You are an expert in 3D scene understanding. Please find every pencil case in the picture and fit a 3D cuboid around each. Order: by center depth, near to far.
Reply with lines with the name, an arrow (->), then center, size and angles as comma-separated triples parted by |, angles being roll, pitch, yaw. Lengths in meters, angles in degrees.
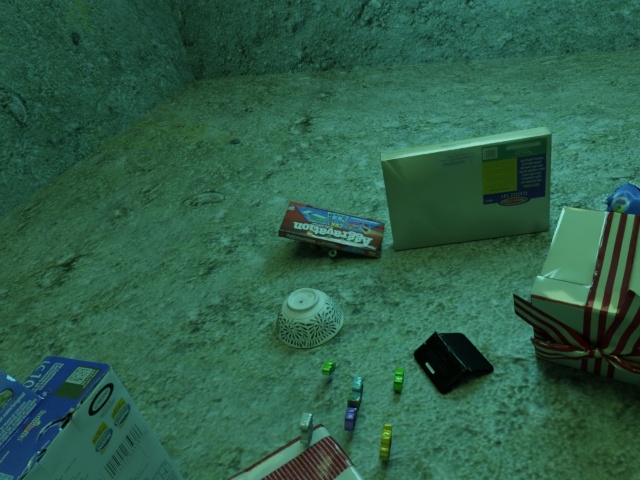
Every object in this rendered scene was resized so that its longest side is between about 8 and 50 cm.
pencil case -> 0.819, -0.052, 1.232 | 0.305, 0.133, 0.119 | 17, 21, 36

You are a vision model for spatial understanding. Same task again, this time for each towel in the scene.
towel -> -0.017, 0.470, 0.880 | 0.236, 0.037, 0.329 | -26, 36, -17

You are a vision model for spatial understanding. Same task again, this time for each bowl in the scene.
bowl -> -0.034, 0.166, 1.274 | 0.169, 0.080, 0.170 | -9, 36, 7

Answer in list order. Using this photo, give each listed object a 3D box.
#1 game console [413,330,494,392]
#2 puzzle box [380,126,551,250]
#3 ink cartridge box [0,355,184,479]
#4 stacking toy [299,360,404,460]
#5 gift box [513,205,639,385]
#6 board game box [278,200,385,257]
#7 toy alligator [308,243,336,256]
game console -> 0.272, 0.250, 1.107 | 0.107, 0.071, 0.122 | -46, 35, 7
puzzle box -> 0.372, -0.123, 1.370 | 0.408, 0.272, 0.052 | -7, 31, 9
ink cartridge box -> -0.397, 0.373, 0.835 | 0.151, 0.396, 0.270 | 2, 37, 22
stacking toy -> 0.067, 0.318, 1.042 | 0.166, 0.052, 0.221 | 5, 27, 14
gift box -> 0.514, 0.101, 0.980 | 0.254, 0.276, 0.258 | 8, 55, 36
board game box -> 0.035, -0.033, 1.497 | 0.280, 0.027, 0.145 | 12, 40, 3
toy alligator -> 0.000, 0.000, 1.529 | 0.051, 0.056, 0.189 | 15, 17, -46
